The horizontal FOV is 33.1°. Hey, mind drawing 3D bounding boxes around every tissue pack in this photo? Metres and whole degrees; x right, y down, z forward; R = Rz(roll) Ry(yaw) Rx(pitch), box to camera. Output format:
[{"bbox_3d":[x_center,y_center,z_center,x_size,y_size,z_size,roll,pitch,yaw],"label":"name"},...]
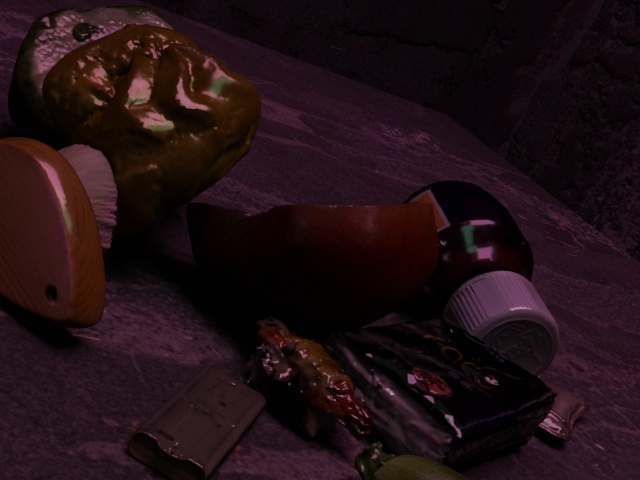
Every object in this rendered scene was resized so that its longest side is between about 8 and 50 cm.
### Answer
[{"bbox_3d":[0.167,0.204,1.527,0.245,0.123,0.332,40,21,28],"label":"tissue pack"}]

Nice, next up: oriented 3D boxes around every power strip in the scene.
[{"bbox_3d":[-0.130,0.203,1.233,0.092,0.034,0.268,29,18,6],"label":"power strip"}]

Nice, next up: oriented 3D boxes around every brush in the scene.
[{"bbox_3d":[-0.325,0.000,1.331,0.266,0.174,0.166,57,18,18],"label":"brush"}]

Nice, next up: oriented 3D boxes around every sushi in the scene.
[{"bbox_3d":[-0.025,0.178,1.370,0.226,0.103,0.097,37,-8,33],"label":"sushi"}]

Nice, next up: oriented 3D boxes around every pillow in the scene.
[{"bbox_3d":[0.374,0.270,1.788,0.131,0.038,0.233,29,16,17],"label":"pillow"}]

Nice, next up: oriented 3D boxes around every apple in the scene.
[{"bbox_3d":[0.000,0.000,1.575,0.329,0.295,0.365,45,26,27],"label":"apple"}]

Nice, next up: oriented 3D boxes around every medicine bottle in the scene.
[{"bbox_3d":[0.261,0.071,1.860,0.243,0.242,0.395,21,23,-19],"label":"medicine bottle"}]

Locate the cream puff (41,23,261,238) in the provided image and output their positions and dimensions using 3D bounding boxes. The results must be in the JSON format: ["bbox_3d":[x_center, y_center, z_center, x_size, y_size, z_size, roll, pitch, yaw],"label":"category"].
[{"bbox_3d":[-0.240,-0.175,1.509,0.269,0.323,0.274,52,-31,-14],"label":"cream puff"}]

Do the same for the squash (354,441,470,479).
[{"bbox_3d":[0.197,0.350,1.192,0.395,0.107,0.107,36,19,25],"label":"squash"}]

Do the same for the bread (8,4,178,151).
[{"bbox_3d":[-0.315,-0.224,1.765,0.382,0.129,0.366,34,45,-2],"label":"bread"}]
